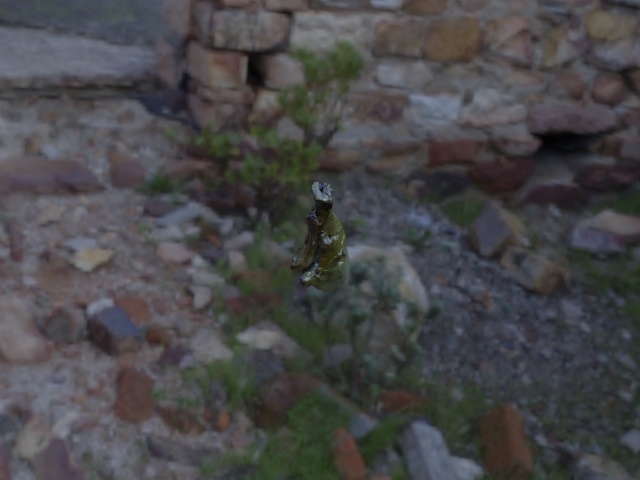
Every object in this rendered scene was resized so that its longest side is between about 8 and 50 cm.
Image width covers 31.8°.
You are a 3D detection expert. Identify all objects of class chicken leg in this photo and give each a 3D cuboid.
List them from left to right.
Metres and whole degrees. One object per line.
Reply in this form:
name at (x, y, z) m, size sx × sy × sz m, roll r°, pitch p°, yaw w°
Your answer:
chicken leg at (0.000, 0.000, 1.419) m, size 0.070 × 0.178 × 0.093 m, roll 26°, pitch 52°, yaw 19°
